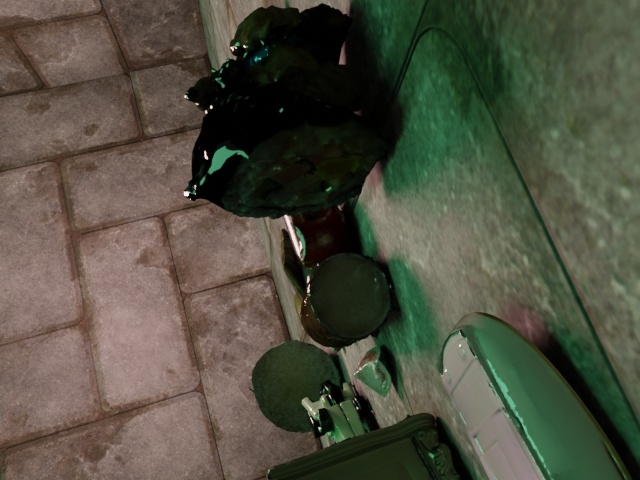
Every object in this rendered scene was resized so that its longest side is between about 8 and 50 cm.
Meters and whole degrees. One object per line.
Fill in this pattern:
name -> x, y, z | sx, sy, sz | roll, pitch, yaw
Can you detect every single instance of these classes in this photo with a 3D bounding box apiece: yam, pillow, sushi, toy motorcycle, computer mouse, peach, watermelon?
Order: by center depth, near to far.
computer mouse -> 0.159, 0.165, 0.361 | 0.125, 0.056, 0.245 | 90, 163, -53
sushi -> -0.046, -0.148, 0.599 | 0.239, 0.225, 0.218 | -20, 73, 47
yam -> 0.029, 0.106, 0.804 | 0.279, 0.131, 0.130 | 109, 145, -74
watermelon -> 0.081, 0.207, 0.827 | 0.085, 0.061, 0.085 | 160, 90, -88
peach -> 0.007, -0.001, 0.857 | 0.172, 0.093, 0.127 | 69, -175, -59
toy motorcycle -> 0.070, 0.442, 1.093 | 0.331, 0.125, 0.196 | -129, 27, -57
pillow -> -0.031, 0.092, 1.128 | 0.208, 0.052, 0.212 | 58, -172, -22
yam -> -0.066, 0.398, 1.443 | 0.348, 0.241, 0.240 | 100, 154, -77

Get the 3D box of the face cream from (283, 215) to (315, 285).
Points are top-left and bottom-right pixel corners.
face cream -> -0.006, 0.044, 1.030 | 0.073, 0.073, 0.283 | 92, 161, -59

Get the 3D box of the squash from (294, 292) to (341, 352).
squash -> -0.021, 0.184, 1.335 | 0.071, 0.080, 0.318 | -63, 23, 11

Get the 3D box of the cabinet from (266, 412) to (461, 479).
cabinet -> 0.104, 0.438, 0.601 | 0.318, 0.228, 0.289 | -123, 21, -53
